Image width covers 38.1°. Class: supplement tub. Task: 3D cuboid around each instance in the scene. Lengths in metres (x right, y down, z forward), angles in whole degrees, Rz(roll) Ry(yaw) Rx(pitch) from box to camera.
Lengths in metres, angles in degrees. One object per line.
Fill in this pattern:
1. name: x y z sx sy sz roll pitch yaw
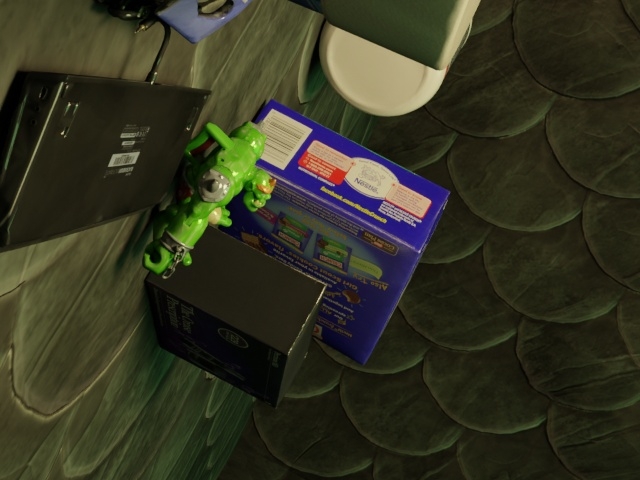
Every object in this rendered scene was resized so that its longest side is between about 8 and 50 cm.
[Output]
1. supplement tub: 0.125 -0.325 1.421 0.272 0.191 0.191 -58 171 -52

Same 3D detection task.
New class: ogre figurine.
1. ogre figurine: -0.110 -0.052 0.929 0.118 0.097 0.197 -47 171 35

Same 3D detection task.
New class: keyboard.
1. keyboard: -0.141 -0.101 0.683 0.201 0.033 0.317 -65 176 10

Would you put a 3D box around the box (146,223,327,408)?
1. box: -0.104 0.096 1.141 0.261 0.184 0.103 102 13 -66

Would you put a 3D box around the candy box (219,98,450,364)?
1. candy box: 0.000 0.000 1.274 0.122 0.268 0.317 -57 172 -35

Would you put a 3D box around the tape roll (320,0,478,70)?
1. tape roll: 0.108 -0.274 0.449 0.392 0.072 0.392 24 90 -86

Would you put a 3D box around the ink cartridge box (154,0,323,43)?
1. ink cartridge box: 0.017 -0.306 0.600 0.270 0.151 0.395 -14 126 -84
